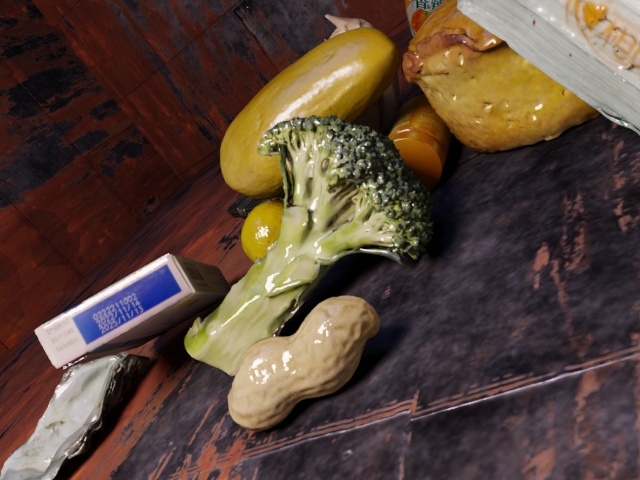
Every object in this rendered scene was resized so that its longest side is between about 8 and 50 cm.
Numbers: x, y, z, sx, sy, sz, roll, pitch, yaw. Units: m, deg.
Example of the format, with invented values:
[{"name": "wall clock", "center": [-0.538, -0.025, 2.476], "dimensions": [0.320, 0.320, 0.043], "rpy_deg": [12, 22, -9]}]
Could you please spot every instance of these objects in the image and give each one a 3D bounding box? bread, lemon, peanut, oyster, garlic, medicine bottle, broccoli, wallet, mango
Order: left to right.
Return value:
[{"name": "oyster", "center": [-0.378, 0.269, 0.954], "dimensions": [0.199, 0.087, 0.252], "rpy_deg": [-29, 23, 6]}, {"name": "wallet", "center": [-0.134, -0.120, 1.557], "dimensions": [0.169, 0.044, 0.317], "rpy_deg": [-44, 17, -15]}, {"name": "lemon", "center": [-0.076, -0.012, 1.039], "dimensions": [0.109, 0.109, 0.133], "rpy_deg": [-29, 26, 29]}, {"name": "broccoli", "center": [-0.031, 0.006, 0.808], "dimensions": [0.361, 0.221, 0.252], "rpy_deg": [-35, 48, 19]}, {"name": "peanut", "center": [-0.020, 0.121, 0.616], "dimensions": [0.187, 0.082, 0.082], "rpy_deg": [-34, 17, 17]}, {"name": "mango", "center": [-0.024, -0.191, 0.934], "dimensions": [0.332, 0.142, 0.195], "rpy_deg": [-41, 25, 17]}, {"name": "garlic", "center": [0.040, -0.265, 1.253], "dimensions": [0.286, 0.249, 0.313], "rpy_deg": [-20, -30, -49]}, {"name": "medicine bottle", "center": [0.152, -0.152, 0.961], "dimensions": [0.096, 0.096, 0.192], "rpy_deg": [-27, 19, 31]}, {"name": "bread", "center": [0.291, -0.290, 0.841], "dimensions": [0.398, 0.215, 0.398], "rpy_deg": [-34, 18, 13]}]

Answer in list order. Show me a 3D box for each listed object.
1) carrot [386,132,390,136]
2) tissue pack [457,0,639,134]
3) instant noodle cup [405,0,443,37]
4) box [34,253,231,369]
[{"name": "carrot", "center": [0.191, -0.222, 1.173], "dimensions": [0.049, 0.049, 0.254], "rpy_deg": [-45, 14, -24]}, {"name": "tissue pack", "center": [0.357, -0.278, 0.538], "dimensions": [0.388, 0.287, 0.162], "rpy_deg": [-41, -19, -12]}, {"name": "instant noodle cup", "center": [0.332, -0.479, 1.174], "dimensions": [0.214, 0.296, 0.296], "rpy_deg": [-38, 15, -28]}, {"name": "box", "center": [-0.254, 0.103, 0.939], "dimensions": [0.200, 0.065, 0.343], "rpy_deg": [-29, -4, -3]}]
